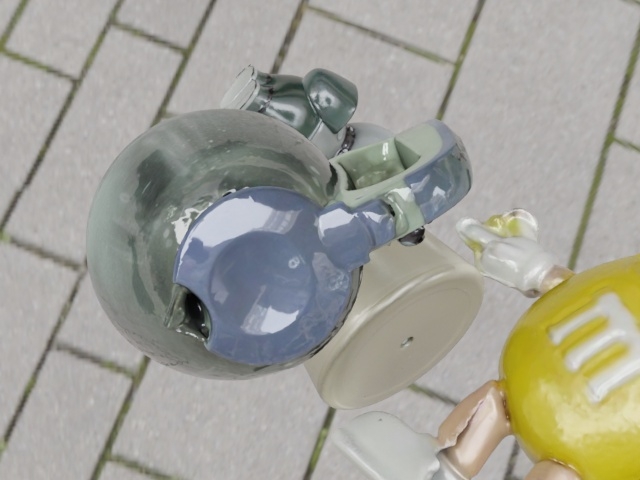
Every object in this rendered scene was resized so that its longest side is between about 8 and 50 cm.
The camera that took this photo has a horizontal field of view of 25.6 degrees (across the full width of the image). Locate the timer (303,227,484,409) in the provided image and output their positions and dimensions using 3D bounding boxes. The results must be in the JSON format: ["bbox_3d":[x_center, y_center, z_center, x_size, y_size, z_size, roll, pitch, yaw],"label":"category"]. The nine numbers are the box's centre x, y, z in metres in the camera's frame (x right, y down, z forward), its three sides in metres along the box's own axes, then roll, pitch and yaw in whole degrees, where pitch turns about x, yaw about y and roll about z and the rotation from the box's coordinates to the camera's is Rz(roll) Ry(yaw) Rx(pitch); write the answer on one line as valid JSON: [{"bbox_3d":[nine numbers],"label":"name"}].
[{"bbox_3d":[0.000,0.000,1.271,0.175,0.175,0.266,-29,61,-20],"label":"timer"}]

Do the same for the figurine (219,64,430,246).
[{"bbox_3d":[0.008,-0.052,1.059,0.192,0.147,0.126,33,102,-24],"label":"figurine"}]

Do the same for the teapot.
[{"bbox_3d":[-0.014,0.007,0.555,0.149,0.108,0.111,1,100,-15],"label":"teapot"}]

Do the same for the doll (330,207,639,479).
[{"bbox_3d":[0.218,0.126,1.202,0.348,0.161,0.423,19,57,24],"label":"doll"}]
